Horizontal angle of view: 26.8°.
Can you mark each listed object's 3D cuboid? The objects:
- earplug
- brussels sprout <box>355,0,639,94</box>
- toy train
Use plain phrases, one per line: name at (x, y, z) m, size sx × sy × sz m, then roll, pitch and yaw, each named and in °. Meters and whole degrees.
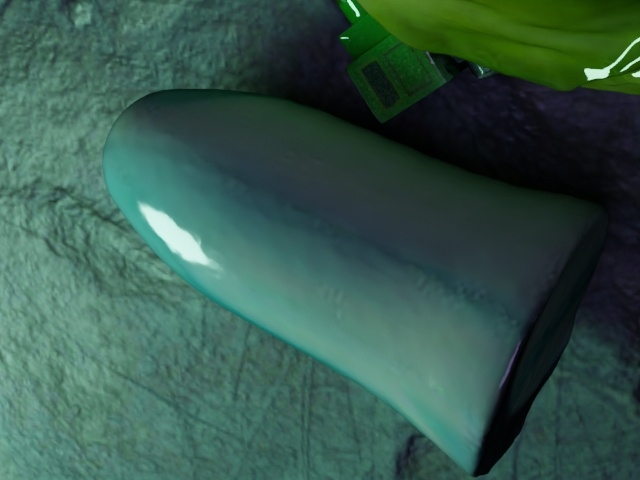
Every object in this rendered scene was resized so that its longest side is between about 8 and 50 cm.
earplug at (0.000, 0.000, 0.867) m, size 0.324 × 0.185 × 0.185 m, roll 25°, pitch 119°, yaw 17°
brussels sprout at (0.137, -0.196, 0.647) m, size 0.294 × 0.227 × 0.259 m, roll 6°, pitch 147°, yaw 18°
toy train at (0.024, -0.197, 0.819) m, size 0.119 × 0.085 × 0.251 m, roll -31°, pitch 95°, yaw 45°
